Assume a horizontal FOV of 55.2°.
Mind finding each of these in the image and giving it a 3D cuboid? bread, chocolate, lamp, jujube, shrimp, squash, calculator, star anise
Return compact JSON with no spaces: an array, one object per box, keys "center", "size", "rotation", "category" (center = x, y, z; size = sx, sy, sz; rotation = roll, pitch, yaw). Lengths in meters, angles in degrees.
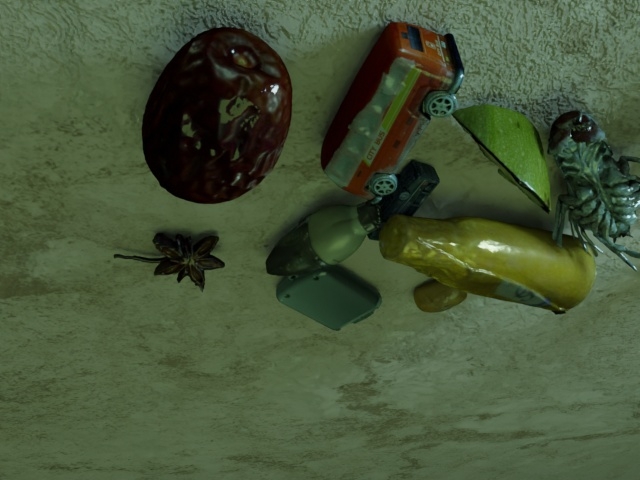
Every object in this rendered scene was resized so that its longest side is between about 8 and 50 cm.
[{"center":[0.260,0.121,1.310],"size":[0.115,0.056,0.082],"rotation":[-23,139,14],"category":"bread"},{"center":[0.303,0.038,1.131],"size":[0.445,0.162,0.162],"rotation":[10,136,-27],"category":"chocolate"},{"center":[0.000,0.000,1.071],"size":[0.250,0.101,0.101],"rotation":[-26,139,29],"category":"lamp"},{"center":[-0.136,-0.148,0.797],"size":[0.183,0.183,0.243],"rotation":[10,148,-24],"category":"jujube"},{"center":[0.485,-0.084,1.051],"size":[0.221,0.166,0.410],"rotation":[-28,126,22],"category":"shrimp"},{"center":[0.312,-0.132,0.938],"size":[0.085,0.184,0.192],"rotation":[-45,133,14],"category":"squash"},{"center":[0.020,0.115,1.254],"size":[0.141,0.045,0.246],"rotation":[-34,135,26],"category":"calculator"},{"center":[-0.264,0.030,1.075],"size":[0.191,0.070,0.097],"rotation":[4,111,-15],"category":"star anise"}]

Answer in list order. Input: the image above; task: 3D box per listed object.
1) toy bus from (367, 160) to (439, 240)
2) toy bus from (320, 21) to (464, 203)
[{"center":[0.139,-0.065,1.067],"size":[0.065,0.047,0.166],"rotation":[8,137,-28],"category":"toy bus"},{"center":[0.090,-0.175,0.874],"size":[0.120,0.121,0.265],"rotation":[16,135,-18],"category":"toy bus"}]
